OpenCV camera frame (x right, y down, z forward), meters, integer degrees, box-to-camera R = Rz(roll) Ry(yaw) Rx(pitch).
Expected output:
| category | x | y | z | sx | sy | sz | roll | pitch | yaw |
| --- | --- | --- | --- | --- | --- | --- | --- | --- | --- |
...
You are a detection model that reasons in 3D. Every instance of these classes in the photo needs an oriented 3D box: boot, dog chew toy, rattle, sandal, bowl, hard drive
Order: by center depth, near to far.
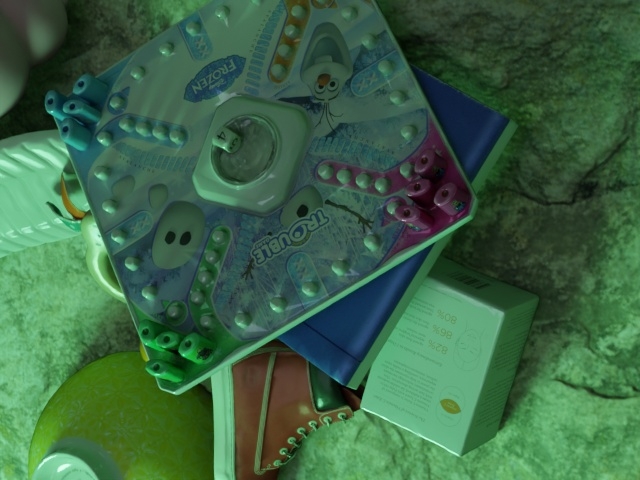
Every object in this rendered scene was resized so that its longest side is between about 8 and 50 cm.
| category | x | y | z | sx | sy | sz | roll | pitch | yaw |
| --- | --- | --- | --- | --- | --- | --- | --- | --- | --- |
| hard drive | 0.040 | -0.033 | 1.765 | 0.210 | 0.040 | 0.318 | 34 | 94 | 34 |
| boot | -0.028 | 0.228 | 1.910 | 0.176 | 0.088 | 0.244 | 3 | 109 | 16 |
| rattle | -0.255 | 0.033 | 1.944 | 0.200 | 0.142 | 0.130 | 43 | 147 | -21 |
| dog chew toy | -0.438 | -0.208 | 1.969 | 0.206 | 0.332 | 0.206 | 45 | 162 | 19 |
| bowl | -0.254 | 0.288 | 2.009 | 0.289 | 0.156 | 0.289 | 6 | 101 | 31 |
| sandal | -0.402 | -0.061 | 2.065 | 0.416 | 0.169 | 0.102 | -21 | 46 | 26 |

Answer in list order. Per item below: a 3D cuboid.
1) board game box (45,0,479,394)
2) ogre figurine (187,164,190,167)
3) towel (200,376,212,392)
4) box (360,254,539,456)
| category | x | y | z | sx | sy | sz | roll | pitch | yaw |
| --- | --- | --- | --- | --- | --- | --- | --- | --- | --- |
| board game box | -0.080 | -0.096 | 1.776 | 0.390 | 0.050 | 0.390 | -31 | 63 | 14 |
| ogre figurine | -0.096 | -0.052 | 1.878 | 0.197 | 0.118 | 0.096 | -7 | 97 | 30 |
| towel | -0.111 | 0.112 | 1.968 | 0.110 | 0.027 | 0.148 | 32 | 112 | 22 |
| box | 0.136 | 0.120 | 1.782 | 0.130 | 0.091 | 0.170 | 24 | 110 | 25 |
